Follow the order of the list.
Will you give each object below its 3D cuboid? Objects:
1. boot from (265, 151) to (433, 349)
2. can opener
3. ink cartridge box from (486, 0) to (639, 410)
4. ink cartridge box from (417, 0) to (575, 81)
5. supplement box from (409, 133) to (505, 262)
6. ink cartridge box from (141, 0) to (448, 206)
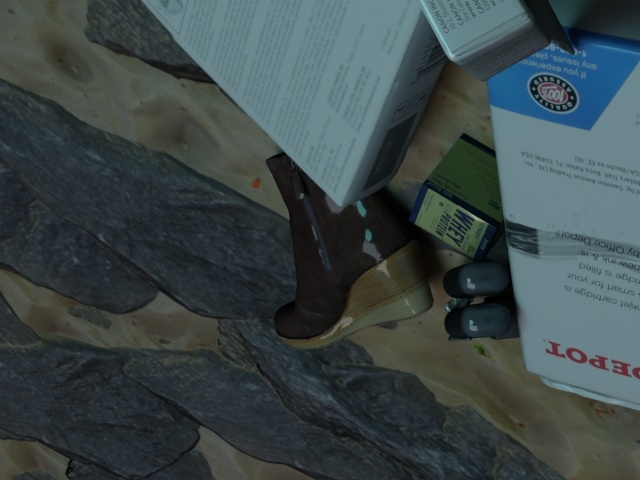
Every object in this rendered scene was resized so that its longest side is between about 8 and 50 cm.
[{"bbox_3d":[0.000,0.000,1.962,0.248,0.090,0.206,-19,103,50],"label":"boot"},{"bbox_3d":[0.164,0.057,1.771,0.095,0.076,0.283,-3,177,-2],"label":"can opener"},{"bbox_3d":[0.310,-0.040,1.563,0.286,0.166,0.395,16,136,29],"label":"ink cartridge box"},{"bbox_3d":[0.071,-0.253,1.317,0.066,0.261,0.296,-29,83,12],"label":"ink cartridge box"},{"bbox_3d":[0.143,-0.040,1.773,0.083,0.083,0.056,31,142,11],"label":"supplement box"},{"bbox_3d":[-0.042,-0.261,1.733,0.385,0.091,0.308,47,147,18],"label":"ink cartridge box"}]
